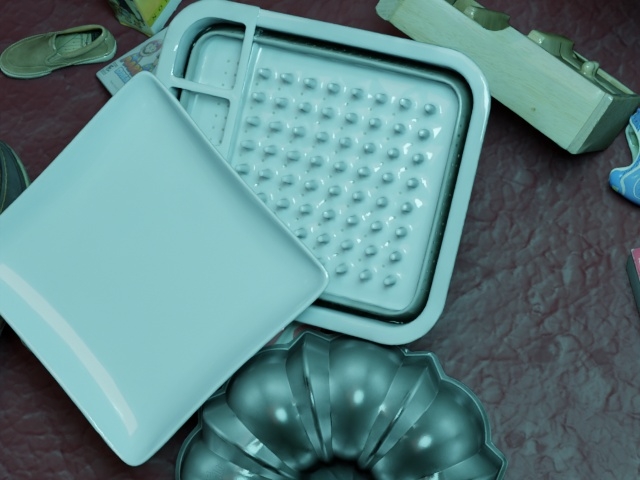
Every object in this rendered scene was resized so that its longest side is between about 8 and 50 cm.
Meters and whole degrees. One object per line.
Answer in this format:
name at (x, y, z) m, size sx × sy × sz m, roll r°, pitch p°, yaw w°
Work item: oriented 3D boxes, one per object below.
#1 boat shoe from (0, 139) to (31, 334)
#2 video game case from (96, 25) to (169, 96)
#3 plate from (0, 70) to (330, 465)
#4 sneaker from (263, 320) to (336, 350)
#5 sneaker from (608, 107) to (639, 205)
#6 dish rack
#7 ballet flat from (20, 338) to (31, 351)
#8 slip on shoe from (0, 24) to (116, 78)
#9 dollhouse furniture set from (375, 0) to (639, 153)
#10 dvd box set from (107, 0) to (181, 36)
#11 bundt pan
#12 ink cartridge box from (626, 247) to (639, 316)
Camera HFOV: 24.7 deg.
boat shoe at (-0.388, 0.037, 1.514) m, size 0.132 × 0.130 × 0.355 m, roll -3°, pitch 64°, yaw 17°
video game case at (-0.162, -0.188, 1.603) m, size 0.143 × 0.019 × 0.157 m, roll -34°, pitch 37°, yaw -6°
plate at (-0.168, 0.028, 1.405) m, size 0.278 × 0.045 × 0.277 m, roll -44°, pitch 80°, yaw 12°
sneaker at (0.000, 0.000, 1.511) m, size 0.136 × 0.116 × 0.314 m, roll 30°, pitch 76°, yaw 17°
sneaker at (0.369, -0.129, 1.535) m, size 0.081 × 0.080 × 0.211 m, roll 21°, pitch 73°, yaw 9°
dish rack at (-0.011, -0.067, 1.417) m, size 0.333 × 0.072 × 0.285 m, roll 14°, pitch 93°, yaw 17°
ballet flat at (-0.169, -0.036, 1.533) m, size 0.139 × 0.139 × 0.400 m, roll 40°, pitch 79°, yaw 17°
slip on shoe at (-0.301, -0.217, 1.658) m, size 0.135 × 0.041 × 0.051 m, roll -6°, pitch 70°, yaw 4°
dollhouse furniture set at (0.285, -0.322, 1.479) m, size 0.256 × 0.362 × 0.394 m, roll 38°, pitch 108°, yaw 15°
dvd box set at (-0.168, -0.440, 1.522) m, size 0.062 × 0.420 × 0.307 m, roll 28°, pitch 75°, yaw 19°
bundt pan at (0.017, 0.246, 1.367) m, size 0.331 × 0.124 × 0.331 m, roll 0°, pitch 89°, yaw 2°
ink cartridge box at (0.398, 0.050, 1.477) m, size 0.150 × 0.063 × 0.109 m, roll -13°, pitch 70°, yaw 2°
